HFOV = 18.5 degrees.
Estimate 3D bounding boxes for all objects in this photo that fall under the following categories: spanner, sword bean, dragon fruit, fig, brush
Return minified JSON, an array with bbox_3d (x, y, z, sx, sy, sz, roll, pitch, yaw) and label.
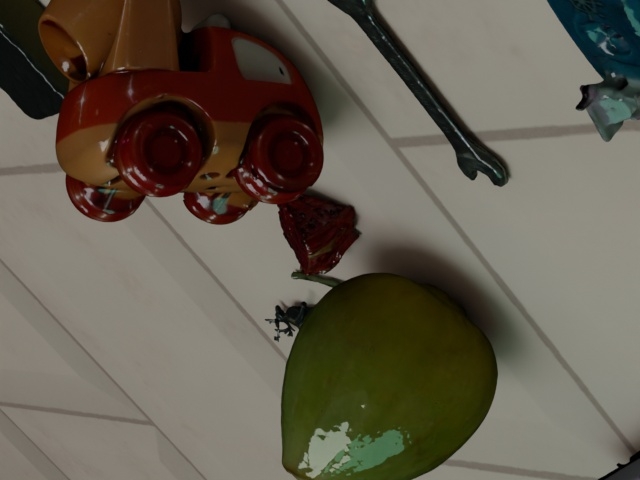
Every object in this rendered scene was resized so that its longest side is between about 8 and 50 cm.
[{"bbox_3d":[0.081,-0.137,1.688,0.054,0.015,0.254,-2,134,54],"label":"spanner"},{"bbox_3d":[0.000,0.044,2.113,0.083,0.012,0.012,13,146,44],"label":"sword bean"},{"bbox_3d":[0.003,-0.002,2.003,0.131,0.063,0.097,79,165,-55],"label":"dragon fruit"},{"bbox_3d":[0.061,0.146,1.964,0.207,0.230,0.207,31,-162,-11],"label":"fig"},{"bbox_3d":[-0.329,-0.212,2.054,0.197,0.059,0.123,46,156,-16],"label":"brush"}]

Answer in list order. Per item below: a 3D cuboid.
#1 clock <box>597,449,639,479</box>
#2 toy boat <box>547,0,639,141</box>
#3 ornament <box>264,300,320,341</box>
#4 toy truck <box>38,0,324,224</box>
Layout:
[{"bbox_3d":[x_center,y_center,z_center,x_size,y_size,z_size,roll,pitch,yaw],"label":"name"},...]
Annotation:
[{"bbox_3d":[0.389,0.301,1.917,0.253,0.083,0.186,31,154,-3],"label":"clock"},{"bbox_3d":[0.187,-0.194,1.367,0.134,0.092,0.299,13,147,48],"label":"toy boat"},{"bbox_3d":[-0.018,0.099,2.213,0.073,0.028,0.125,44,153,-12],"label":"ornament"},{"bbox_3d":[-0.129,-0.143,1.800,0.265,0.239,0.189,3,170,-27],"label":"toy truck"}]
